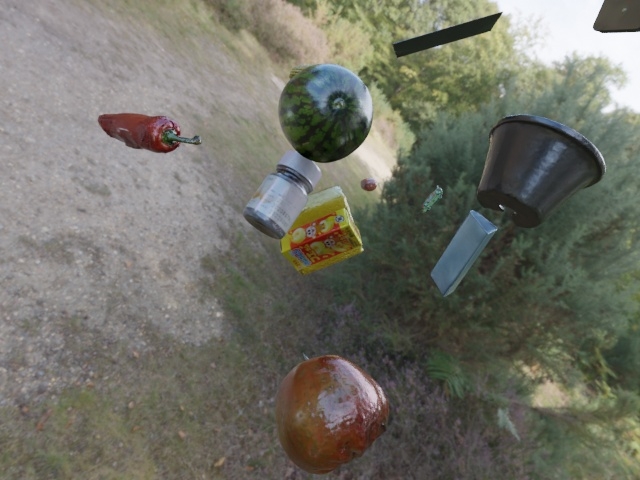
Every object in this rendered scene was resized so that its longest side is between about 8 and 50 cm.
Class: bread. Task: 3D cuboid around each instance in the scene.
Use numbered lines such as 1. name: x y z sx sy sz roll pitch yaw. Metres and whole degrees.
1. bread: -0.009 -0.041 1.946 0.143 0.334 0.323 -118 -172 -66

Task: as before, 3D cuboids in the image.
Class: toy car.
1. toy car: 0.457 -0.167 1.782 0.035 0.122 0.059 47 4 27

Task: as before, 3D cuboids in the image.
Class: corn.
1. corn: -0.014 -0.651 1.698 0.080 0.239 0.080 -29 123 -57

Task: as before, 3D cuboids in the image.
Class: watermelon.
1. watermelon: 0.015 -0.372 1.282 0.285 0.285 0.285 45 19 -20

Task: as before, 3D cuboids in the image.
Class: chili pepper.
1. chili pepper: -0.520 -0.322 1.276 0.388 0.110 0.110 16 1 27

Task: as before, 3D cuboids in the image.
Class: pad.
1. pad: 0.451 -0.743 1.576 0.247 0.368 0.007 -43 120 -73

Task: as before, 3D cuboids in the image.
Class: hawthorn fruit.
1. hawthorn fruit: 0.022 0.565 1.482 0.403 0.403 0.402 45 19 -20

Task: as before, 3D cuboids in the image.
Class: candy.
1. candy: 0.000 0.000 1.601 0.146 0.276 0.087 55 18 -48

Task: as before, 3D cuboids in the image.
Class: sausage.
1. sausage: 0.210 -0.247 1.905 0.054 0.058 0.094 0 11 -17

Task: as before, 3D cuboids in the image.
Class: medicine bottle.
1. medicine bottle: -0.128 -0.154 1.466 0.165 0.273 0.165 29 -14 8

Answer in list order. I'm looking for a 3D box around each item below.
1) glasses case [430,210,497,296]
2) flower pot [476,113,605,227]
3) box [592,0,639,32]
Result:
1. glasses case: 0.427 0.044 1.298 0.056 0.265 0.105 2 42 -21
2. flower pot: 0.678 -0.204 1.419 0.380 0.251 0.379 36 -5 4
3. box: 0.719 -0.534 1.013 0.031 0.090 0.126 10 16 -30
